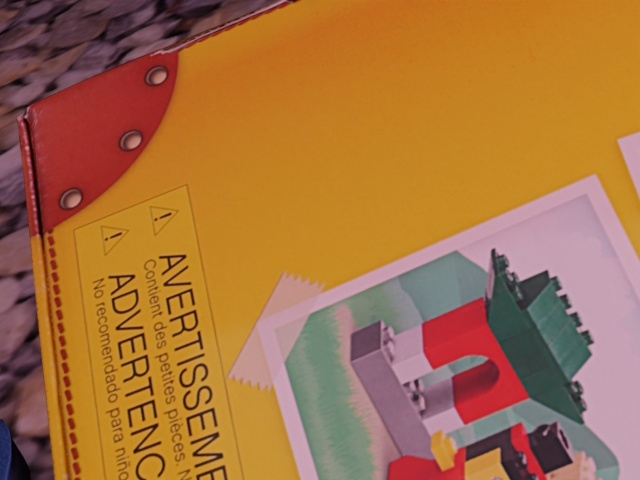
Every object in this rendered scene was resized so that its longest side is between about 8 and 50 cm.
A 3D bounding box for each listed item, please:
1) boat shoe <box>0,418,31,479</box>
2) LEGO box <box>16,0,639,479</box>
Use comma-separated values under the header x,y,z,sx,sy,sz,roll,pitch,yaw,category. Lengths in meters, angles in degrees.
x,y,z,sx,sy,sz,roll,pitch,yaw,category
-0.182,0.200,0.717,0.109,0.089,0.258,-3,34,11,boat shoe
0.146,0.126,0.373,0.372,0.193,0.500,-21,53,9,LEGO box
